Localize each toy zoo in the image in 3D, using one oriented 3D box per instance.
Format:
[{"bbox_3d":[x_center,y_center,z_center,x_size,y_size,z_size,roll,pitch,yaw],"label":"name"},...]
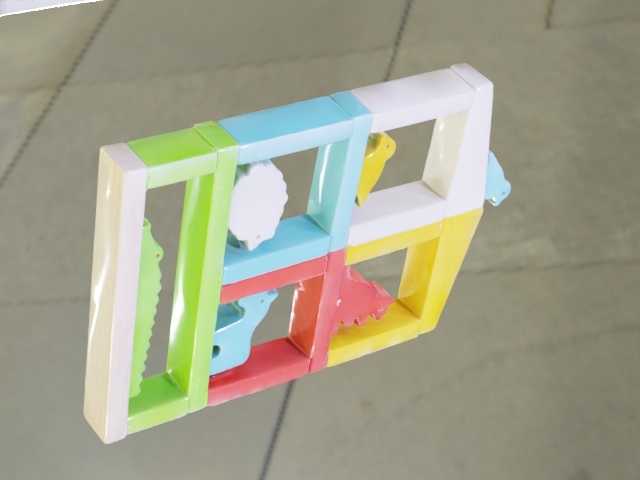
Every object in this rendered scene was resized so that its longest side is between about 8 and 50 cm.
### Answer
[{"bbox_3d":[0.000,0.000,0.882,0.293,0.192,0.030,-16,43,-32],"label":"toy zoo"}]

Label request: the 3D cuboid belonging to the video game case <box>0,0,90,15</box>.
[{"bbox_3d":[-0.258,-0.358,1.473,0.244,0.061,0.270,-14,65,-20],"label":"video game case"}]
